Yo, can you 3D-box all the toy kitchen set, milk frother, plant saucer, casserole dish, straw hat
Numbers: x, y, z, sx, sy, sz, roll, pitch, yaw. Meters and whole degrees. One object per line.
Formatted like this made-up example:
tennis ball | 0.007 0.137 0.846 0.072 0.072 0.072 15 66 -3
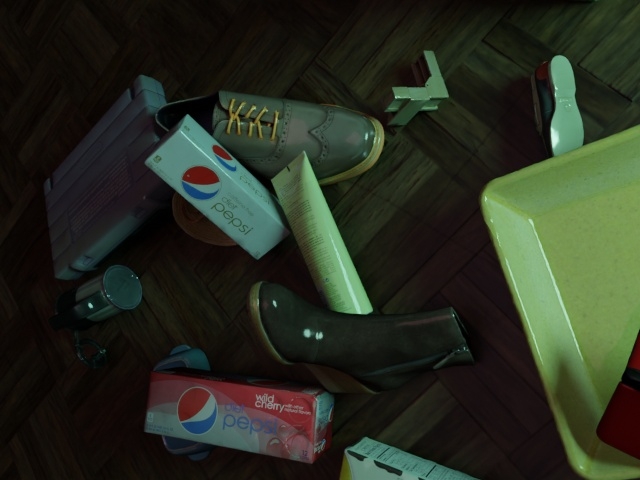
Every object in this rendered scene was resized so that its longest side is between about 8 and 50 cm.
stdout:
toy kitchen set | 0.114 -0.208 0.694 0.068 0.083 0.075 137 122 -63
milk frother | -0.388 0.141 0.907 0.135 0.129 0.143 -25 116 24
plant saucer | 0.377 0.043 0.515 0.333 0.081 0.332 -21 74 24
casserole dish | -0.225 0.267 0.829 0.114 0.037 0.188 -22 75 24
straw hat | -0.159 -0.064 0.813 0.144 0.144 0.061 -39 27 18

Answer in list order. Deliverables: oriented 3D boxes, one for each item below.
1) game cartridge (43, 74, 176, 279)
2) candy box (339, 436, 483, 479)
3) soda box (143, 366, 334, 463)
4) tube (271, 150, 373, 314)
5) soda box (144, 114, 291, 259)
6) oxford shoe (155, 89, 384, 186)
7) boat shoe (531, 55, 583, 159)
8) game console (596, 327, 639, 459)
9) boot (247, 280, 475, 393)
game cartridge | -0.383 -0.099 0.915 0.355 0.068 0.230 -33 68 29
candy box | 0.130 0.359 0.611 0.234 0.071 0.159 9 89 29
soda box | -0.116 0.243 0.725 0.264 0.083 0.092 2 82 19
tube | 0.000 0.000 0.709 0.070 0.062 0.240 -25 82 7
soda box | -0.140 -0.074 0.730 0.074 0.216 0.069 -37 28 18
oxford shoe | -0.087 -0.155 0.752 0.364 0.133 0.129 7 87 28
boat shoe | 0.281 -0.151 0.611 0.043 0.049 0.136 161 107 -69
game console | 0.353 0.151 0.463 0.144 0.085 0.124 22 63 28
boot | 0.055 0.102 0.601 0.207 0.248 0.090 -19 44 22
